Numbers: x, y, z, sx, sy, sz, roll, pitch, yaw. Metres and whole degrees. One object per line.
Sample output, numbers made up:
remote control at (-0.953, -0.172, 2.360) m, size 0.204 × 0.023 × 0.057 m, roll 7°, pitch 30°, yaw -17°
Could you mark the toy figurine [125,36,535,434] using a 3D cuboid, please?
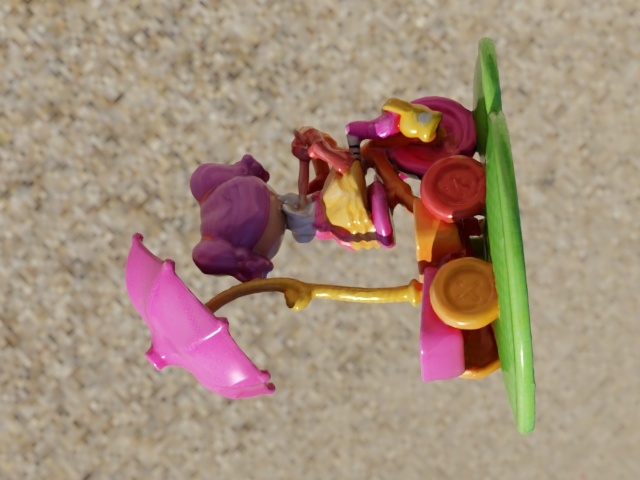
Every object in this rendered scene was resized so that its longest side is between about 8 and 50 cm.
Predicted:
toy figurine at (0.000, 0.000, 0.708) m, size 0.159 × 0.173 × 0.130 m, roll -5°, pitch 151°, yaw 4°
